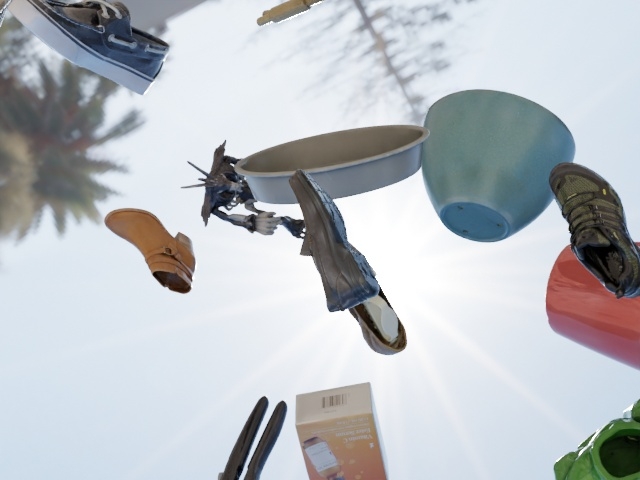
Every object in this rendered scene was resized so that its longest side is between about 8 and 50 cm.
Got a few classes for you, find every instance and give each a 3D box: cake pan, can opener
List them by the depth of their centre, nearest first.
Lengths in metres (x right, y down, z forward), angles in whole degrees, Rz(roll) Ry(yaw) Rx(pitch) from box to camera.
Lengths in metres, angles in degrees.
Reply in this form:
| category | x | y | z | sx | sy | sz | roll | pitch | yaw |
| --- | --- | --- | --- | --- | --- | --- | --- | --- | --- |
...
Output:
| category | x | y | z | sx | sy | sz | roll | pitch | yaw |
| --- | --- | --- | --- | --- | --- | --- | --- | --- | --- |
| can opener | -0.087 | 0.265 | 1.400 | 0.059 | 0.073 | 0.186 | 11 | -124 | 8 |
| cake pan | 0.021 | -0.113 | 1.745 | 0.293 | 0.054 | 0.293 | -10 | -166 | 3 |

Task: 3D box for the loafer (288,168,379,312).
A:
| category | x | y | z | sx | sy | sz | roll | pitch | yaw |
| --- | --- | --- | --- | --- | --- | --- | --- | --- | --- |
| loafer | 0.000 | 0.000 | 1.311 | 0.061 | 0.170 | 0.062 | -32 | 160 | 16 |

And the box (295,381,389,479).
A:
| category | x | y | z | sx | sy | sz | roll | pitch | yaw |
| --- | --- | --- | --- | --- | --- | --- | --- | --- | --- |
| box | 0.037 | 0.336 | 1.945 | 0.130 | 0.170 | 0.091 | -11 | -155 | 5 |

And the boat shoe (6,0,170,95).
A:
| category | x | y | z | sx | sy | sz | roll | pitch | yaw |
| --- | --- | --- | --- | --- | --- | --- | --- | --- | --- |
| boat shoe | -0.315 | -0.297 | 1.665 | 0.108 | 0.301 | 0.102 | 42 | -81 | 30 |

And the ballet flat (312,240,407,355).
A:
| category | x | y | z | sx | sy | sz | roll | pitch | yaw |
| --- | --- | --- | --- | --- | --- | --- | --- | --- | --- |
| ballet flat | 0.100 | 0.122 | 2.644 | 0.116 | 0.342 | 0.124 | -36 | -161 | -20 |

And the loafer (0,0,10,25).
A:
| category | x | y | z | sx | sy | sz | roll | pitch | yaw |
| --- | --- | --- | --- | --- | --- | --- | --- | --- | --- |
| loafer | -0.498 | -0.337 | 1.686 | 0.102 | 0.092 | 0.268 | -65 | -159 | 14 |

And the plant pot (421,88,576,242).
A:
| category | x | y | z | sx | sy | sz | roll | pitch | yaw |
| --- | --- | --- | --- | --- | --- | --- | --- | --- | --- |
| plant pot | 0.307 | -0.112 | 2.177 | 0.290 | 0.290 | 0.195 | -8 | -129 | 42 |

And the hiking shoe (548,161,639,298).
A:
| category | x | y | z | sx | sy | sz | roll | pitch | yaw |
| --- | --- | --- | --- | --- | --- | --- | --- | --- | --- |
| hiking shoe | 0.399 | -0.020 | 1.707 | 0.086 | 0.227 | 0.114 | -38 | 163 | 24 |

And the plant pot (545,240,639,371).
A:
| category | x | y | z | sx | sy | sz | roll | pitch | yaw |
| --- | --- | --- | --- | --- | --- | --- | --- | --- | --- |
| plant pot | 0.590 | 0.114 | 2.297 | 0.243 | 0.275 | 0.275 | 13 | -135 | 38 |

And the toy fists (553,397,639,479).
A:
| category | x | y | z | sx | sy | sz | roll | pitch | yaw |
| --- | --- | --- | --- | --- | --- | --- | --- | --- | --- |
| toy fists | 0.421 | 0.260 | 1.540 | 0.279 | 0.096 | 0.142 | -27 | 156 | -26 |

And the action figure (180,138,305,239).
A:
| category | x | y | z | sx | sy | sz | roll | pitch | yaw |
| --- | --- | --- | --- | --- | --- | --- | --- | --- | --- |
| action figure | -0.115 | -0.088 | 2.145 | 0.141 | 0.276 | 0.164 | 2 | -99 | 43 |

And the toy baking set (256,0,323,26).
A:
| category | x | y | z | sx | sy | sz | roll | pitch | yaw |
| --- | --- | --- | --- | --- | --- | --- | --- | --- | --- |
| toy baking set | -0.003 | -0.462 | 2.133 | 0.256 | 0.030 | 0.197 | -10 | -149 | 45 |

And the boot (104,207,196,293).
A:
| category | x | y | z | sx | sy | sz | roll | pitch | yaw |
| --- | --- | --- | --- | --- | --- | --- | --- | --- | --- |
| boot | -0.327 | 0.020 | 2.281 | 0.073 | 0.197 | 0.152 | -57 | -157 | 29 |
